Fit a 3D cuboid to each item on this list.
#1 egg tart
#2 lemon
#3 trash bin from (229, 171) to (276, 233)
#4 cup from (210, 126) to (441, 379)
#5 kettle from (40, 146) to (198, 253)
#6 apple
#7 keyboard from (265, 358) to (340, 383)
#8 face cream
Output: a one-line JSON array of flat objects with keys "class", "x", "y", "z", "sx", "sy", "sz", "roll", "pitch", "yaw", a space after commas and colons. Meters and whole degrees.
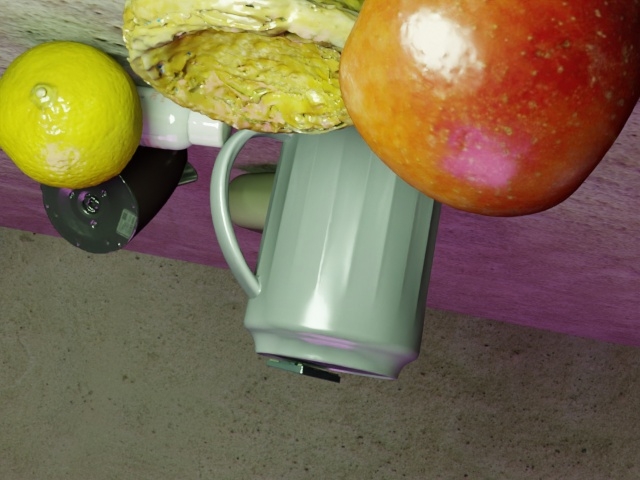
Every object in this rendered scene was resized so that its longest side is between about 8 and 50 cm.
[{"class": "egg tart", "x": -0.045, "y": -0.185, "z": 0.848, "sx": 0.291, "sy": 0.107, "sz": 0.291, "roll": 11, "pitch": 166, "yaw": 3}, {"class": "lemon", "x": -0.305, "y": -0.151, "z": 1.095, "sx": 0.178, "sy": 0.178, "sz": 0.203, "roll": 10, "pitch": 173, "yaw": 3}, {"class": "trash bin", "x": -0.009, "y": -0.049, "z": 1.588, "sx": 0.247, "sy": 0.121, "sz": 0.243, "roll": 4, "pitch": 170, "yaw": 45}, {"class": "cup", "x": 0.000, "y": 0.000, "z": 1.214, "sx": 0.323, "sy": 0.327, "sz": 0.237, "roll": 15, "pitch": 170, "yaw": -20}, {"class": "kettle", "x": -0.302, "y": -0.102, "z": 1.325, "sx": 0.202, "sy": 0.144, "sz": 0.232, "roll": 24, "pitch": -151, "yaw": 5}, {"class": "apple", "x": 0.129, "y": -0.126, "z": 0.656, "sx": 0.201, "sy": 0.218, "sz": 0.218, "roll": 35, "pitch": 172, "yaw": 3}, {"class": "keyboard", "x": -0.021, "y": 0.184, "z": 1.277, "sx": 0.055, "sy": 0.014, "sz": 0.176, "roll": 8, "pitch": 170, "yaw": 20}, {"class": "face cream", "x": -0.250, "y": -0.169, "z": 1.226, "sx": 0.269, "sy": 0.082, "sz": 0.082, "roll": 8, "pitch": 171, "yaw": 9}]
